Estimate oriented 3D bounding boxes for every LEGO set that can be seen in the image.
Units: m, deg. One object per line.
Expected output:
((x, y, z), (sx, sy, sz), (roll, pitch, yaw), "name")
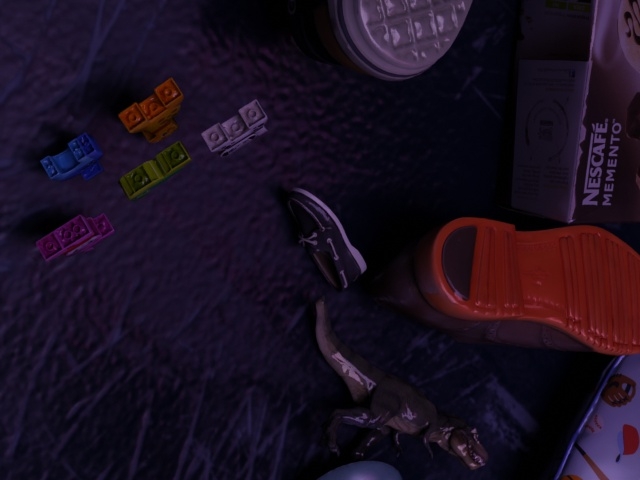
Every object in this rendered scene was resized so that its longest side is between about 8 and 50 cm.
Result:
((-0.155, -0.076, 1.485), (0.227, 0.093, 0.087), (-32, 83, 5), "LEGO set")

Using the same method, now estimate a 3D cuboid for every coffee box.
((0.295, -0.170, 1.742), (0.168, 0.119, 0.297), (0, 101, -35), "coffee box")

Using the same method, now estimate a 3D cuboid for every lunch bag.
((0.366, 0.281, 1.835), (0.243, 0.115, 0.303), (27, 86, 5), "lunch bag")

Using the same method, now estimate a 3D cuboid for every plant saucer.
((0.032, 0.270, 1.697), (0.119, 0.021, 0.119), (-13, 134, -14), "plant saucer")

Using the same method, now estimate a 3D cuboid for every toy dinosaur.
((0.053, 0.177, 1.705), (0.268, 0.064, 0.118), (41, 75, -29), "toy dinosaur")

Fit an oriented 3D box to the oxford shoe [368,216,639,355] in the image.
((0.213, 0.053, 1.741), (0.364, 0.133, 0.130), (15, 67, -35), "oxford shoe")

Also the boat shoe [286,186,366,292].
((0.000, 0.000, 1.633), (0.038, 0.046, 0.125), (-50, 131, -19), "boat shoe")

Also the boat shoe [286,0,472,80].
((0.105, -0.367, 1.555), (0.187, 0.156, 0.500), (33, 71, -30), "boat shoe")
